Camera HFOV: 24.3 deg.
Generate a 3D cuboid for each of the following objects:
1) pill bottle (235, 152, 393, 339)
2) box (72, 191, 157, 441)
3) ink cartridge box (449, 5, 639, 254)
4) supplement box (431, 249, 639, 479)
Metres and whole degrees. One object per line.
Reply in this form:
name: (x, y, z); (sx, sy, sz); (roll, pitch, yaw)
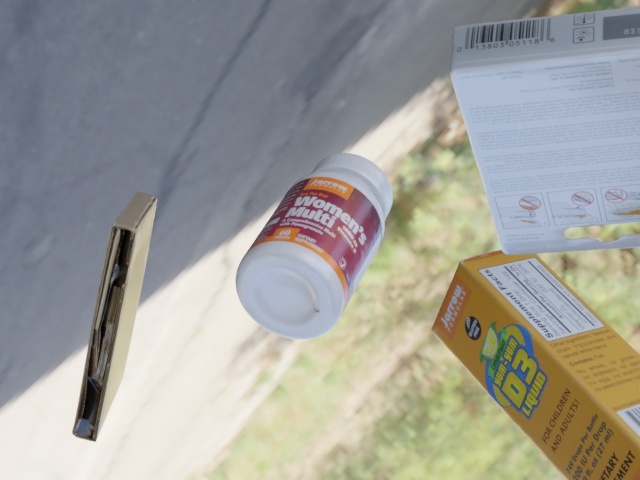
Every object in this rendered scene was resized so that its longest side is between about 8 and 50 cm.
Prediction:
pill bottle: (0.000, 0.000, 1.624); (0.121, 0.121, 0.221); (-53, -177, 39)
box: (-0.160, 0.054, 1.171); (0.201, 0.021, 0.164); (-104, -154, -81)
ink cartridge box: (0.167, -0.063, 0.905); (0.179, 0.145, 0.045); (65, 27, -50)
supplement box: (0.179, 0.105, 1.041); (0.080, 0.233, 0.078); (-9, 132, -34)
